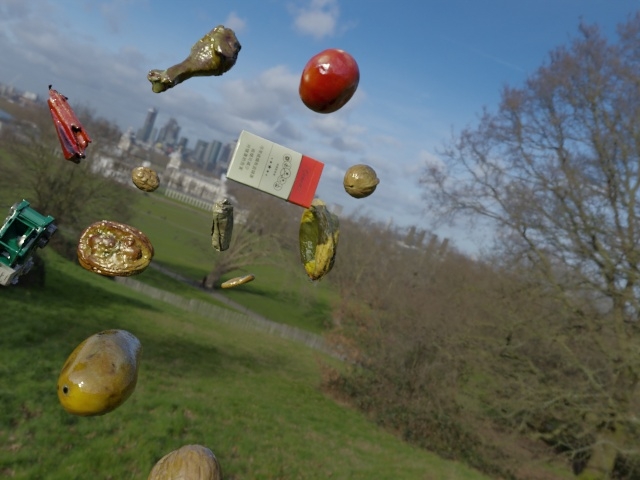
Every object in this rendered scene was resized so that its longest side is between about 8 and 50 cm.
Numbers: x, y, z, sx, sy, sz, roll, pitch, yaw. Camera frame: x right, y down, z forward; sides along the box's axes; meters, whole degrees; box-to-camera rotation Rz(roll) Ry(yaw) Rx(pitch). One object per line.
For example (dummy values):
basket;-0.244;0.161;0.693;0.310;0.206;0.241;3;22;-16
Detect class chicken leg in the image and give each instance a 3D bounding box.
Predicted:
chicken leg;-0.381;-0.591;1.789;0.211;0.361;0.140;-6;-52;38

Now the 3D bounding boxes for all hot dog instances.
hot dog;-0.754;0.035;1.987;0.272;0.196;0.122;13;-11;6

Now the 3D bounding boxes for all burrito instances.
burrito;-0.261;-0.039;1.434;0.058;0.188;0.045;-24;59;-32

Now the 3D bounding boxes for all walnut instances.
walnut;0.122;-0.175;1.601;0.105;0.105;0.124;22;28;35
walnut;-0.581;-0.203;1.798;0.096;0.082;0.079;34;17;-30
walnut;-0.360;0.665;1.464;0.227;0.228;0.228;20;3;-1

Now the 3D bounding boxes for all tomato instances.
tomato;0.028;-0.448;1.545;0.136;0.195;0.195;48;10;13

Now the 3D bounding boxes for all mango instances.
mango;-0.575;0.335;1.457;0.175;0.177;0.330;-15;27;8

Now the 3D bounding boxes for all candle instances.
candle;-0.730;-0.340;1.549;0.302;0.084;0.059;56;-19;23

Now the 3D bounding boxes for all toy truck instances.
toy truck;-0.749;0.014;1.326;0.110;0.216;0.116;36;25;-13

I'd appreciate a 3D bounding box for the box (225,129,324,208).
box;-0.120;-0.189;1.468;0.245;0.139;0.035;19;-4;-18

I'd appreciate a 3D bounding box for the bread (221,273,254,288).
bread;-0.254;0.126;1.673;0.110;0.025;0.110;-16;-3;-1

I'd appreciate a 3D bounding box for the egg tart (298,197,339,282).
egg tart;0.000;0.000;1.800;0.094;0.279;0.279;0;10;-19
